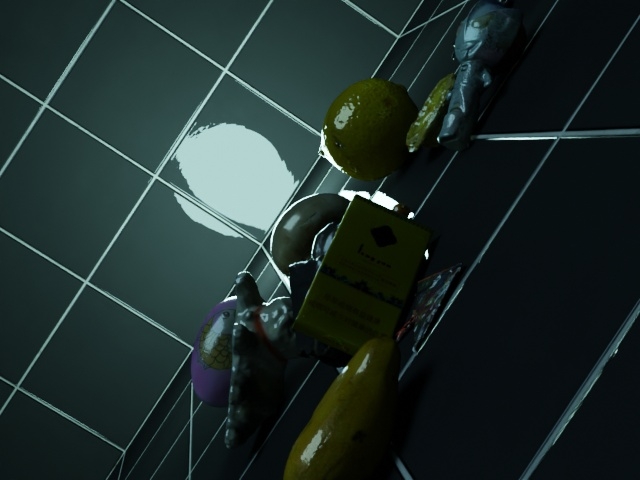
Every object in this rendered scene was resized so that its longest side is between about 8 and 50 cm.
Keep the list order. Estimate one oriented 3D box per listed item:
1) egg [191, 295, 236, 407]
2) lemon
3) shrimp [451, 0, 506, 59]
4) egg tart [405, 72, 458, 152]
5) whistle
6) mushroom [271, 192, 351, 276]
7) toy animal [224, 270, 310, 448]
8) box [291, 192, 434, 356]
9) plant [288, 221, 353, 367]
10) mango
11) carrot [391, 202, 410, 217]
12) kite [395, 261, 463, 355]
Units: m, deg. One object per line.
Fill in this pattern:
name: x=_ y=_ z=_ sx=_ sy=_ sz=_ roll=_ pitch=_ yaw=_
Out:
egg: x=-0.200 y=0.262 z=2.266 sx=0.196 sy=0.196 sz=0.271 roll=149 pitch=134 yaw=-70
lemon: x=0.123 y=-0.268 z=2.281 sx=0.253 sy=0.228 sz=0.228 roll=-55 pitch=9 yaw=4
shrimp: x=0.377 y=-0.522 z=2.312 sx=0.185 sy=0.068 sz=0.287 roll=-53 pitch=8 yaw=8
egg tart: x=0.252 y=-0.262 z=2.048 sx=0.191 sy=0.074 sz=0.191 roll=-55 pitch=9 yaw=14
whistle: x=0.312 y=-0.337 z=1.880 sx=0.142 sy=0.134 sz=0.346 roll=8 pitch=70 yaw=35
mushroom: x=0.000 y=0.000 z=2.144 sx=0.226 sy=0.226 sz=0.178 roll=-54 pitch=48 yaw=19
toy animal: x=-0.097 y=0.262 z=1.935 sx=0.266 sy=0.188 sz=0.307 roll=106 pitch=168 yaw=-51
box: x=0.075 y=0.060 z=1.582 sx=0.041 sy=0.153 sz=0.279 roll=112 pitch=-177 yaw=-55
plant: x=0.033 y=0.091 z=1.685 sx=0.142 sy=0.164 sz=0.256 roll=-19 pitch=57 yaw=57
mango: x=0.042 y=0.252 z=1.287 sx=0.262 sy=0.109 sz=0.157 roll=-55 pitch=-2 yaw=-21
carrot: x=0.125 y=-0.015 z=1.980 sx=0.190 sy=0.037 sz=0.037 roll=-50 pitch=11 yaw=44
kite: x=0.164 y=0.097 z=1.477 sx=0.189 sy=0.009 sz=0.232 roll=-53 pitch=8 yaw=27
